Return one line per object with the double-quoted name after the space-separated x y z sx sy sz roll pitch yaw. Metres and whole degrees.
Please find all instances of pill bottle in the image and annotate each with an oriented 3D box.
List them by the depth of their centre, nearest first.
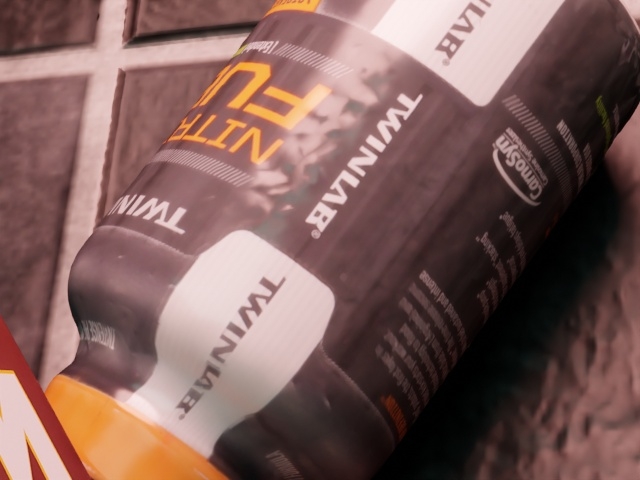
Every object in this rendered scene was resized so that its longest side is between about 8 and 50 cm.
0.000 0.000 0.702 0.130 0.130 0.245 27 71 29 "pill bottle"

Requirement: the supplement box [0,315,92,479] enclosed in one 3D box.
-0.181 0.110 0.641 0.191 0.129 0.194 -56 51 28 "supplement box"
